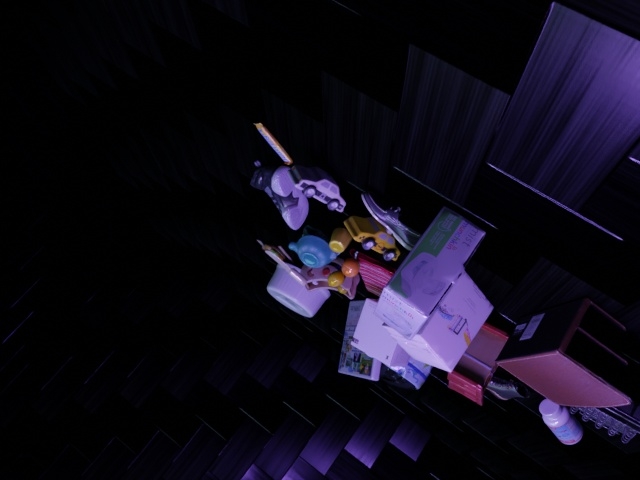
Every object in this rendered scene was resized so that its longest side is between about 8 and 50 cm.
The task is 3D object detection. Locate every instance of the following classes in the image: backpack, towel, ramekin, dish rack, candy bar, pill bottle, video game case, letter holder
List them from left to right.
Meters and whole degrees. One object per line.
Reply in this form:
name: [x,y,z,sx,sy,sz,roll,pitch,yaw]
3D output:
candy bar: [-0.135,-0.283,1.663,0.161,0.018,0.040,50,159,-27]
ramekin: [-0.107,0.227,2.554,0.277,0.135,0.277,30,164,10]
video game case: [0.167,0.380,2.223,0.036,0.299,0.329,14,168,-18]
towel: [0.208,0.143,1.983,0.199,0.031,0.274,27,158,34]
backpack: [0.305,0.460,2.244,0.290,0.273,0.355,41,-177,2]
pill bottle: [0.775,0.581,1.841,0.160,0.087,0.087,47,160,-23]
letter holder: [0.609,0.284,1.378,0.214,0.152,0.302,36,161,2]
dish rack: [0.801,0.488,1.604,0.208,0.074,0.271,29,159,29]

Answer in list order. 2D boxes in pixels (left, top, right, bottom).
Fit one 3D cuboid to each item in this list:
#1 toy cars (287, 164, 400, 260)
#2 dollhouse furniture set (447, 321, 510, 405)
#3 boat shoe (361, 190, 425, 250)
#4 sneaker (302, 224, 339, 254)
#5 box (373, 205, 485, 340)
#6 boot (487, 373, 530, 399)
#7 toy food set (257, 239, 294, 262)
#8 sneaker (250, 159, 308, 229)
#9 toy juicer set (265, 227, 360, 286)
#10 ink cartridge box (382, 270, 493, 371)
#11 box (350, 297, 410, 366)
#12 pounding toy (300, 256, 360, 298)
toy cars: [0.083,-0.091,1.579,0.394,0.087,0.176,42,-162,-1]
dollhouse furniture set: [0.385,0.316,1.784,0.374,0.201,0.152,28,158,27]
boat shoe: [0.196,-0.065,1.514,0.206,0.075,0.065,46,118,-4]
sneaker: [0.000,0.000,2.000,0.167,0.065,0.076,26,150,23]
box: [0.263,0.088,1.395,0.127,0.262,0.231,35,162,13]
boot: [0.611,0.482,1.967,0.198,0.076,0.137,28,158,-10]
toy food set: [-0.212,0.060,2.560,0.192,0.038,0.132,14,149,52]
sneaker: [-0.134,-0.154,1.839,0.153,0.101,0.268,28,153,32]
toy juicer set: [-0.005,0.068,1.964,0.329,0.089,0.209,-11,123,34]
ink cartridge box: [0.329,0.215,1.605,0.168,0.232,0.171,48,160,-23]
box: [0.229,0.316,1.969,0.181,0.181,0.119,23,-173,40]
pounding toy: [0.007,0.108,2.084,0.270,0.154,0.155,27,158,31]
